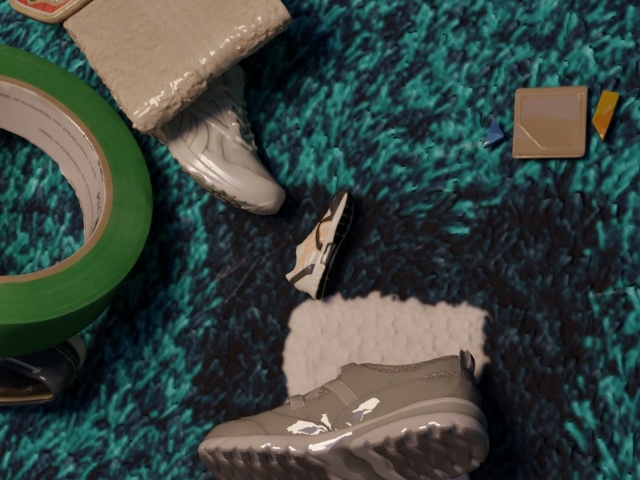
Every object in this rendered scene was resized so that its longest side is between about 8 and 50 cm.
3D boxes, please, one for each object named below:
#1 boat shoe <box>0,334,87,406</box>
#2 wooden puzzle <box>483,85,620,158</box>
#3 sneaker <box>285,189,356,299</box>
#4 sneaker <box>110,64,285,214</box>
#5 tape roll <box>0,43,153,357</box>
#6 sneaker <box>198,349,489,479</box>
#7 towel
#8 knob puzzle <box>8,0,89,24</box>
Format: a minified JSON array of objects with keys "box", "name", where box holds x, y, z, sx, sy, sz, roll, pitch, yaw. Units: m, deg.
[{"box":[-0.363,0.133,1.246,0.255,0.095,0.079,1,37,15],"name":"boat shoe"},{"box":[0.214,-0.109,1.133,0.116,0.014,0.078,8,76,22],"name":"wooden puzzle"},{"box":[0.000,0.000,1.173,0.044,0.040,0.109,20,85,26],"name":"sneaker"},{"box":[-0.106,-0.120,1.219,0.232,0.090,0.115,43,91,23],"name":"sneaker"},{"box":[-0.324,-0.045,1.172,0.077,0.321,0.321,-50,58,48],"name":"tape roll"},{"box":[0.023,0.170,1.111,0.281,0.105,0.115,-12,39,22],"name":"sneaker"},{"box":[-0.158,-0.228,1.235,0.187,0.049,0.282,-39,45,1],"name":"towel"},{"box":[-0.270,-0.311,1.313,0.213,0.030,0.213,-16,50,20],"name":"knob puzzle"}]
